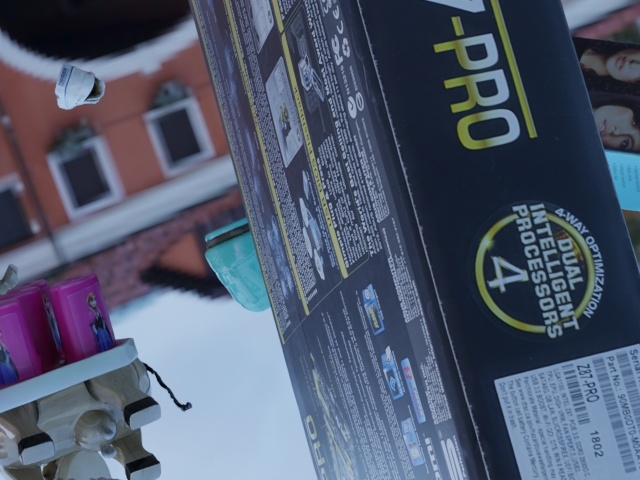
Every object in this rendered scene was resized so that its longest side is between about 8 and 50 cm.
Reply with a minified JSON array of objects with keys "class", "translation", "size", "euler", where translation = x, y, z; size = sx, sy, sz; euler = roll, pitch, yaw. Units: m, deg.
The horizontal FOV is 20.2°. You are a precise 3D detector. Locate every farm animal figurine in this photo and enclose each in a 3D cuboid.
[{"class":"farm animal figurine","translation":[-0.283,0.142,1.575],"size":[0.327,0.330,0.172],"euler":[-1,-148,-33]}]

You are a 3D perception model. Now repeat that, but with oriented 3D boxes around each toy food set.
[{"class":"toy food set","translation":[-0.261,0.275,1.923],"size":[0.039,0.192,0.132],"euler":[-9,-154,22]}]

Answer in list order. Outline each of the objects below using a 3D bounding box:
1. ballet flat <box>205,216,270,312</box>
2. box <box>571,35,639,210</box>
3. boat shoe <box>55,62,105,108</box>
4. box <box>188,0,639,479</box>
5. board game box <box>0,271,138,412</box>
[{"class":"ballet flat","translation":[0.000,0.000,1.413],"size":[0.083,0.087,0.247],"euler":[-22,-176,37]},{"class":"box","translation":[0.136,-0.089,1.230],"size":[0.244,0.060,0.100],"euler":[9,-125,23]},{"class":"boat shoe","translation":[-0.194,-0.124,1.465],"size":[0.035,0.035,0.100],"euler":[18,174,-3]},{"class":"box","translation":[0.034,-0.018,0.827],"size":[0.097,0.394,0.318],"euler":[-13,170,-15]},{"class":"board game box","translation":[-0.348,0.102,0.889],"size":[0.390,0.050,0.390],"euler":[-19,-174,-36]}]
